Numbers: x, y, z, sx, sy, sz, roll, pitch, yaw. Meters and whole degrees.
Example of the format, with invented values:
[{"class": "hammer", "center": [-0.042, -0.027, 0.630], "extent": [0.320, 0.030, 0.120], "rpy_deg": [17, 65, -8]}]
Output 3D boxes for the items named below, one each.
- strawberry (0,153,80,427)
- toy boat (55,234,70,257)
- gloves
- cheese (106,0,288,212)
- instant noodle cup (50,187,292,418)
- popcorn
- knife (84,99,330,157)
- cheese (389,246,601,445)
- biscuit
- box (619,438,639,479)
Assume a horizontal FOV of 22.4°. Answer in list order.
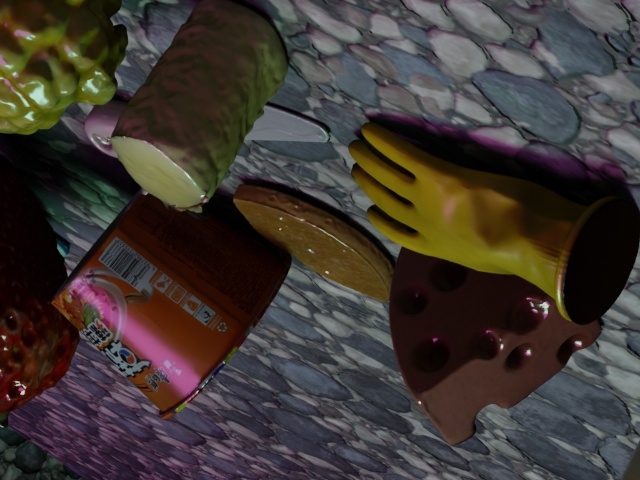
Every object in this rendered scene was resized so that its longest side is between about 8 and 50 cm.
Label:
[{"class": "strawberry", "center": [-0.416, 0.075, 1.955], "extent": [0.292, 0.310, 0.292], "rpy_deg": [33, -166, -9]}, {"class": "toy boat", "center": [-0.473, 0.021, 2.420], "extent": [0.096, 0.062, 0.299], "rpy_deg": [37, 158, -25]}, {"class": "gloves", "center": [0.137, -0.030, 1.483], "extent": [0.294, 0.116, 0.133], "rpy_deg": [24, 134, 36]}, {"class": "cheese", "center": [-0.103, -0.121, 1.431], "extent": [0.094, 0.167, 0.123], "rpy_deg": [17, 155, 32]}, {"class": "instant noodle cup", "center": [-0.181, 0.055, 1.892], "extent": [0.192, 0.250, 0.250], "rpy_deg": [40, 159, -9]}, {"class": "popcorn", "center": [-0.311, -0.221, 1.465], "extent": [0.286, 0.174, 0.225], "rpy_deg": [24, 148, 41]}, {"class": "knife", "center": [-0.125, -0.126, 1.665], "extent": [0.336, 0.043, 0.081], "rpy_deg": [-1, 140, 42]}, {"class": "cheese", "center": [0.157, 0.117, 1.666], "extent": [0.203, 0.177, 0.128], "rpy_deg": [16, 157, 31]}, {"class": "biscuit", "center": [0.000, 0.000, 1.799], "extent": [0.220, 0.029, 0.142], "rpy_deg": [33, 161, -13]}, {"class": "box", "center": [0.408, 0.304, 1.876], "extent": [0.079, 0.135, 0.269], "rpy_deg": [22, 159, 25]}]
